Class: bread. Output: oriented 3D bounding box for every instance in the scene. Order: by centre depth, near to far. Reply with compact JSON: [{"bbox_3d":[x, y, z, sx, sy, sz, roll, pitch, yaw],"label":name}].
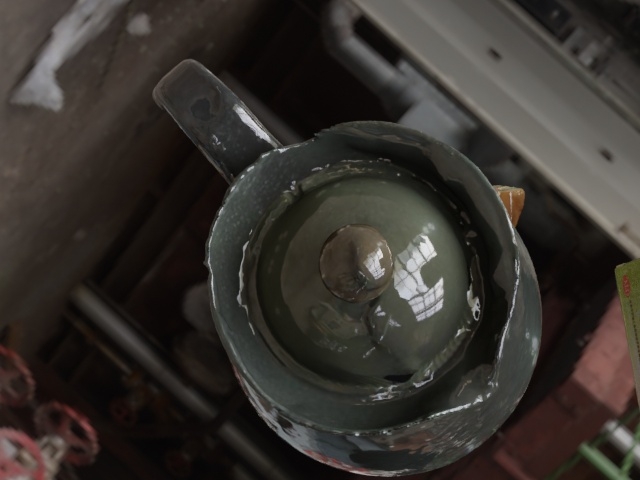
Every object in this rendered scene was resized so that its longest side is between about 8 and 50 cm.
[{"bbox_3d":[0.184,-0.028,1.361,0.109,0.043,0.062,-3,96,-62],"label":"bread"}]

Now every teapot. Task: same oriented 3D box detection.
[{"bbox_3d":[0.024,-0.002,0.804,0.223,0.305,0.285,-15,170,3],"label":"teapot"}]

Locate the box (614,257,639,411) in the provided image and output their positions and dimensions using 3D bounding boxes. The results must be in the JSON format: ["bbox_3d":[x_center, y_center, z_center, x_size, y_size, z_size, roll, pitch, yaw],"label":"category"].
[{"bbox_3d":[0.383,0.128,1.244,0.062,0.261,0.175,-1,165,-24],"label":"box"}]
